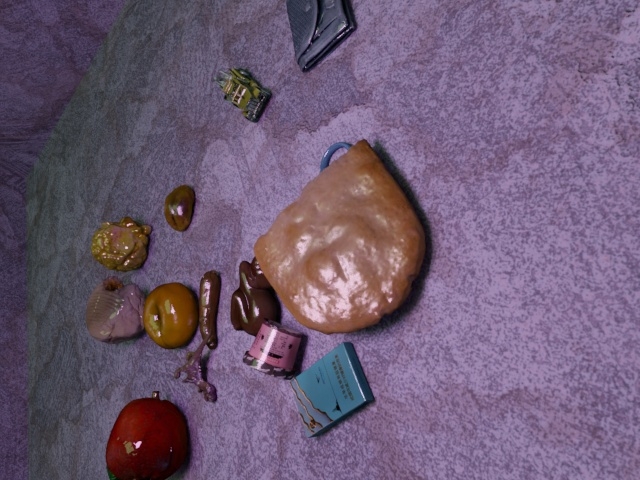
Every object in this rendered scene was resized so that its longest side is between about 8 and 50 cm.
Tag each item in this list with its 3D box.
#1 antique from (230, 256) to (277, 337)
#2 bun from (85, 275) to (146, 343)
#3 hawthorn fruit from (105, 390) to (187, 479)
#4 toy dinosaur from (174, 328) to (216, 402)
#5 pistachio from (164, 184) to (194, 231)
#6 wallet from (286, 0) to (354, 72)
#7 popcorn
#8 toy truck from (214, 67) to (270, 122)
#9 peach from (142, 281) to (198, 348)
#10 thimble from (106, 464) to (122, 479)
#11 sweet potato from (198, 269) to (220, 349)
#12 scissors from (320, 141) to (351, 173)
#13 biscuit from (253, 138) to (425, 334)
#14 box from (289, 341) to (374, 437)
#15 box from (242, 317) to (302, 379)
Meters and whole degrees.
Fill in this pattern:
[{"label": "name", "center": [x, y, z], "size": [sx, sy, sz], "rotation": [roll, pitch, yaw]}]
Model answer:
[{"label": "antique", "center": [-0.187, 0.167, 1.518], "size": [0.143, 0.121, 0.257], "rotation": [12, 90, 43]}, {"label": "bun", "center": [-0.823, 0.301, 2.069], "size": [0.281, 0.204, 0.282], "rotation": [-19, 56, 31]}, {"label": "hawthorn fruit", "center": [-0.594, 0.671, 1.720], "size": [0.265, 0.265, 0.307], "rotation": [-34, 50, 35]}, {"label": "toy dinosaur", "center": [-0.417, 0.419, 1.712], "size": [0.199, 0.072, 0.252], "rotation": [-1, 84, 41]}, {"label": "pistachio", "center": [-0.561, -0.131, 1.974], "size": [0.100, 0.110, 0.190], "rotation": [-177, 98, -77]}, {"label": "wallet", "center": [-0.020, -0.741, 1.604], "size": [0.237, 0.075, 0.342], "rotation": [-30, 61, 40]}, {"label": "popcorn", "center": [-0.865, 0.021, 2.178], "size": [0.212, 0.259, 0.259], "rotation": [-34, 57, 52]}, {"label": "toy truck", "center": [-0.295, -0.530, 1.783], "size": [0.259, 0.135, 0.128], "rotation": [48, 114, 37]}, {"label": "peach", "center": [-0.553, 0.278, 1.845], "size": [0.251, 0.153, 0.251], "rotation": [9, 103, 43]}, {"label": "thimble", "center": [-0.739, 0.862, 1.900], "size": [0.118, 0.130, 0.090], "rotation": [-50, 48, -1]}, {"label": "sweet potato", "center": [-0.391, 0.241, 1.741], "size": [0.075, 0.075, 0.274], "rotation": [-10, 76, 43]}, {"label": "scissors", "center": [-0.039, -0.096, 1.495], "size": [0.447, 0.029, 0.193], "rotation": [-45, 52, 28]}, {"label": "biscuit", "center": [0.040, 0.015, 1.263], "size": [0.429, 0.104, 0.446], "rotation": [-34, 60, 11]}, {"label": "box", "center": [0.023, 0.392, 1.308], "size": [0.229, 0.041, 0.162], "rotation": [-43, 53, 29]}, {"label": "box", "center": [-0.127, 0.302, 1.409], "size": [0.151, 0.151, 0.135], "rotation": [16, 84, 46]}]
